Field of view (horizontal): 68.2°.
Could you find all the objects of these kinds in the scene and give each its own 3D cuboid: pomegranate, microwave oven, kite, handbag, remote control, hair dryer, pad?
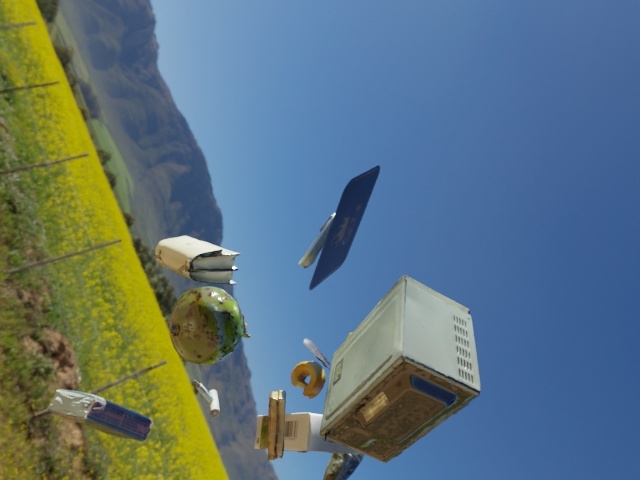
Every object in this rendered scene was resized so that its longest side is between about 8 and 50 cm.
[{"bbox_3d":[-0.287,0.225,1.276,0.210,0.263,0.211,-2,-94,39],"label":"pomegranate"},{"bbox_3d":[0.186,0.315,1.114,0.355,0.218,0.286,-55,-168,34],"label":"microwave oven"},{"bbox_3d":[0.032,0.502,1.892,0.285,0.015,0.152,50,3,9],"label":"kite"},{"bbox_3d":[-0.541,0.082,2.063,0.358,0.236,0.160,13,-81,48],"label":"handbag"},{"bbox_3d":[0.000,0.000,1.728,0.052,0.247,0.104,35,-26,-1],"label":"remote control"},{"bbox_3d":[-0.482,0.629,1.978,0.183,0.044,0.155,63,-10,-18],"label":"hair dryer"},{"bbox_3d":[0.110,-0.033,1.391,0.063,0.315,0.376,30,-57,17],"label":"pad"}]

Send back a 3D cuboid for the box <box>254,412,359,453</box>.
[{"bbox_3d":[-0.042,0.596,1.459,0.299,0.200,0.107,-26,-128,49],"label":"box"}]

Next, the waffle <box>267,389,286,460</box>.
[{"bbox_3d":[-0.109,0.454,1.171,0.102,0.042,0.148,121,-29,-82],"label":"waffle"}]

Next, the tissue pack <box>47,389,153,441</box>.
[{"bbox_3d":[-0.827,0.663,1.793,0.227,0.103,0.316,0,-34,28],"label":"tissue pack"}]

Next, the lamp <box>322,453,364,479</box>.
[{"bbox_3d":[0.083,0.706,1.542,0.101,0.250,0.101,29,-33,21],"label":"lamp"}]

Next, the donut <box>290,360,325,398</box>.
[{"bbox_3d":[-0.037,0.387,1.338,0.108,0.097,0.043,20,-10,42],"label":"donut"}]
